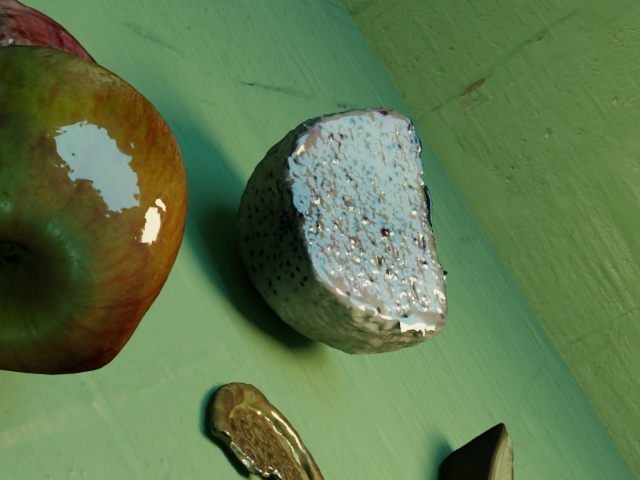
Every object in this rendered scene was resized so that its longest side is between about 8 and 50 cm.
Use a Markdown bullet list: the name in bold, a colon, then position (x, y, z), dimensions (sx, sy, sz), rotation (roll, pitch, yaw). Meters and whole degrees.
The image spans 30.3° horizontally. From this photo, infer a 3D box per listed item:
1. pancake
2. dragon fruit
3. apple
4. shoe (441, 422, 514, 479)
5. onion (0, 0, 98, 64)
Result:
- **pancake**: position (-0.044, 0.213, 1.120), dimensions (0.190, 0.020, 0.184), rotation (33, 30, -55)
- **dragon fruit**: position (0.000, 0.000, 1.367), dimensions (0.221, 0.204, 0.283), rotation (0, 72, -39)
- **apple**: position (-0.192, -0.021, 0.783), dimensions (0.211, 0.211, 0.188), rotation (50, 14, -25)
- **shoe**: position (0.211, 0.325, 1.525), dimensions (0.098, 0.103, 0.275), rotation (56, 22, -7)
- **onion**: position (-0.233, -0.108, 0.996), dimensions (0.283, 0.120, 0.227), rotation (26, 39, -61)
